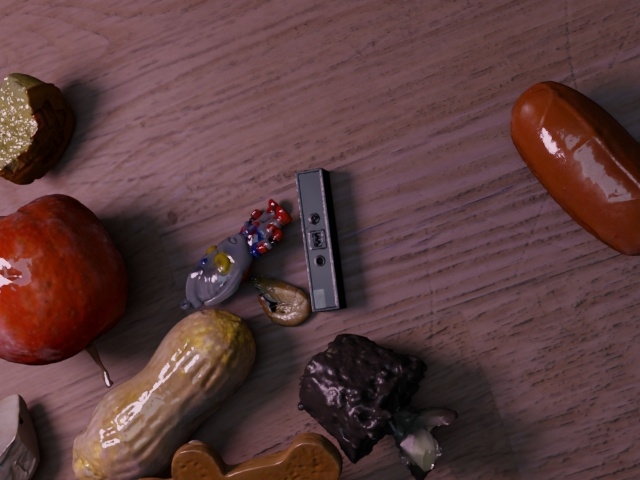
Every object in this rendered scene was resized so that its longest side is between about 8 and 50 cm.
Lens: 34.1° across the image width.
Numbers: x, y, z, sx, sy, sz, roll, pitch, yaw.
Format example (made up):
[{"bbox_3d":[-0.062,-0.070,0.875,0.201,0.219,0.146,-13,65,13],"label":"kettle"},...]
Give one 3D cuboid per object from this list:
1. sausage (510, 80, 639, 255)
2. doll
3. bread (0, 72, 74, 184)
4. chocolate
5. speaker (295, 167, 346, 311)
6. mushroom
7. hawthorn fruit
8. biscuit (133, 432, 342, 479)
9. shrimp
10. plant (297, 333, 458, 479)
[{"bbox_3d":[0.338,-0.089,1.291,0.133,0.133,0.258,-41,79,8],"label":"sausage"},{"bbox_3d":[-0.119,0.025,1.420,0.194,0.062,0.104,-45,55,-2],"label":"doll"},{"bbox_3d":[-0.412,-0.158,1.482,0.086,0.125,0.156,29,104,21],"label":"bread"},{"bbox_3d":[-0.208,0.218,1.407,0.309,0.134,0.134,-44,78,4],"label":"chocolate"},{"bbox_3d":[0.000,0.000,1.409,0.040,0.046,0.191,-8,84,14],"label":"speaker"},{"bbox_3d":[-0.480,0.339,1.484,0.108,0.096,0.247,38,100,-13],"label":"mushroom"},{"bbox_3d":[-0.354,0.081,1.400,0.242,0.242,0.272,-38,86,9],"label":"hawthorn fruit"},{"bbox_3d":[-0.120,0.339,1.373,0.339,0.047,0.216,-14,118,12],"label":"biscuit"},{"bbox_3d":[-0.064,0.084,1.433,0.108,0.023,0.059,19,100,15],"label":"shrimp"},{"bbox_3d":[0.076,0.214,1.328,0.203,0.131,0.142,25,136,21],"label":"plant"}]
